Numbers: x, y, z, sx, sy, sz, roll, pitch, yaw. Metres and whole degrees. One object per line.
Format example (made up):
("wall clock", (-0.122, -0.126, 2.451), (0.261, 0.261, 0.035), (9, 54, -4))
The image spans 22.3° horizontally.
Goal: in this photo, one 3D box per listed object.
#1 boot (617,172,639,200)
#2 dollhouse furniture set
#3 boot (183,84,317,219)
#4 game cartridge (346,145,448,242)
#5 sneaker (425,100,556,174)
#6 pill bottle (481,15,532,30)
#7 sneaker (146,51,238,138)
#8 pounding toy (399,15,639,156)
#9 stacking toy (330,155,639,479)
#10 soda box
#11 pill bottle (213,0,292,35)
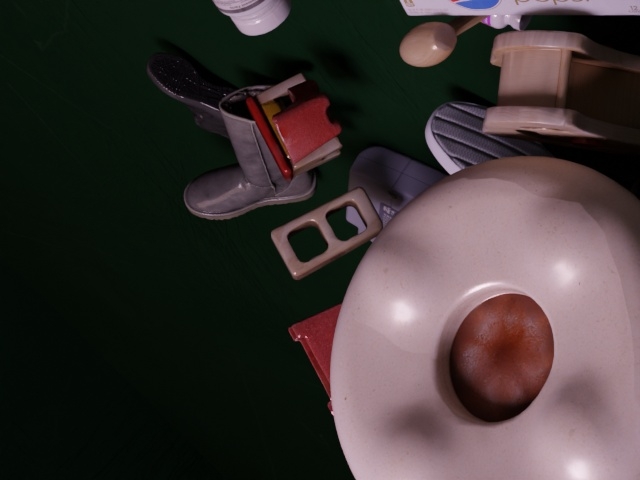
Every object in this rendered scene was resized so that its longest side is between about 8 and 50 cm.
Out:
("boot", (0.374, -0.027, 1.521), (0.263, 0.091, 0.229), (11, 177, -2))
("dollhouse furniture set", (0.000, 0.000, 1.783), (0.374, 0.152, 0.201), (62, 176, 5))
("boot", (-0.097, -0.108, 2.003), (0.190, 0.076, 0.208), (-14, 157, 3))
("game cartridge", (0.167, -0.001, 1.948), (0.294, 0.060, 0.196), (30, 163, 11))
("sneaker", (0.216, -0.049, 1.702), (0.258, 0.094, 0.091), (34, 157, 1))
("pill bottle", (0.153, -0.221, 1.485), (0.083, 0.043, 0.043), (26, 158, 22))
("sneaker", (-0.147, -0.172, 2.040), (0.170, 0.051, 0.089), (26, 159, -7))
("pounding toy", (0.216, -0.160, 1.385), (0.270, 0.154, 0.154), (7, 178, -16))
("stacking toy", (0.271, 0.143, 1.513), (0.351, 0.350, 0.480), (16, 177, 41))
("soda box", (0.163, -0.232, 1.330), (0.216, 0.069, 0.074), (4, 152, 28))
("pill bottle", (-0.087, -0.281, 1.672), (0.078, 0.078, 0.137), (17, 154, 39))
